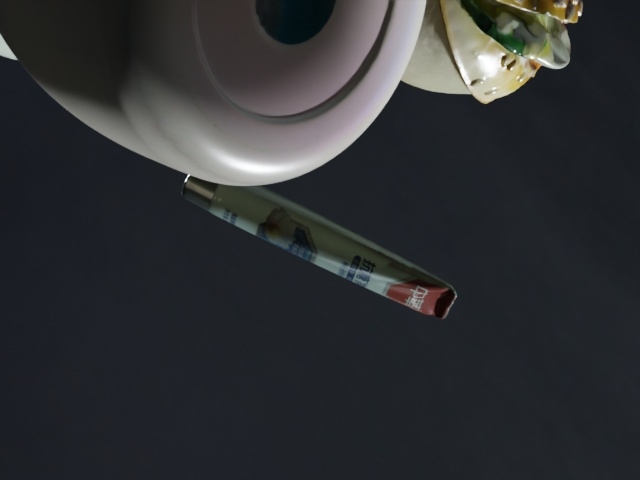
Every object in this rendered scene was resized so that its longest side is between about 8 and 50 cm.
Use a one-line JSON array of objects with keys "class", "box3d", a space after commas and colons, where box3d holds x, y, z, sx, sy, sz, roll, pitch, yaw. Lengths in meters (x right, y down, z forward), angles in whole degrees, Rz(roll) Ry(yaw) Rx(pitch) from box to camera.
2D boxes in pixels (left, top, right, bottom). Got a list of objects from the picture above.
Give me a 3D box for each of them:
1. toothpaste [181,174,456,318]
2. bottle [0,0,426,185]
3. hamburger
[{"class": "toothpaste", "box3d": [0.000, 0.000, 1.102, 0.239, 0.039, 0.062, 26, 154, 4]}, {"class": "bottle", "box3d": [-0.084, -0.120, 0.551, 0.236, 0.147, 0.147, 24, 156, 43]}, {"class": "hamburger", "box3d": [0.093, -0.207, 0.914, 0.237, 0.147, 0.237, 44, -141, -52]}]
